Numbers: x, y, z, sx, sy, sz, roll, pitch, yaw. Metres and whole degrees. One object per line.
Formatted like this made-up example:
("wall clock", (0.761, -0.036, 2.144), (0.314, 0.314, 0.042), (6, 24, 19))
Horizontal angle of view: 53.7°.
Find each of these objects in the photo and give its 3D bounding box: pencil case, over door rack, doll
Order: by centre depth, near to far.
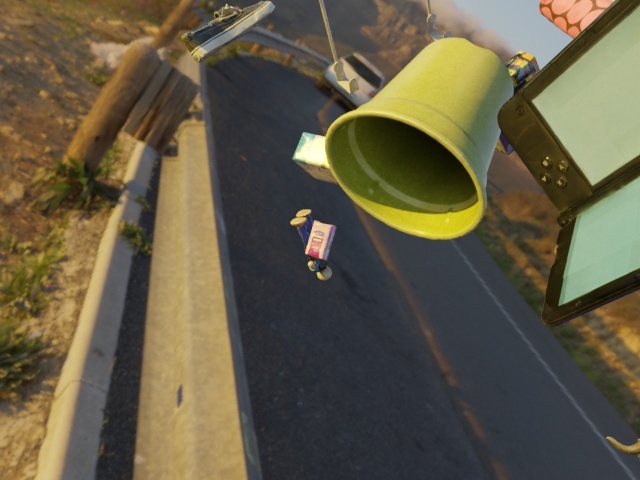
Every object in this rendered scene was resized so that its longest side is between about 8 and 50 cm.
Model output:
("over door rack", (0.086, -0.470, 1.158), (0.108, 0.239, 0.324), (49, -15, 54))
("pencil case", (0.520, -0.451, 1.244), (0.095, 0.098, 0.209), (-8, 40, -17))
("doll", (-0.011, 0.017, 1.557), (0.189, 0.046, 0.129), (68, 30, -25))

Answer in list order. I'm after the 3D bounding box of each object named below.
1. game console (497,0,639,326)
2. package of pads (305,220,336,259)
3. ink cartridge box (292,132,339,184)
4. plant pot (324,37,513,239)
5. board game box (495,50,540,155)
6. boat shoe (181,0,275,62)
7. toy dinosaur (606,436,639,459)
("game console", (0.294, -0.093, 0.635), (0.173, 0.293, 0.250), (-25, 78, -34))
("package of pads", (0.000, 0.000, 1.437), (0.050, 0.083, 0.032), (15, -3, 30))
("ink cartridge box", (0.053, -0.205, 1.685), (0.203, 0.086, 0.148), (19, -8, 32))
("plant pot", (0.187, -0.186, 1.043), (0.276, 0.254, 0.276), (26, -28, 15))
("board game box", (0.403, -0.283, 1.316), (0.170, 0.141, 0.048), (46, 1, -42))
("boat shoe", (-0.195, -0.466, 1.351), (0.070, 0.219, 0.078), (56, -20, -12))
("toy dinosaur", (0.604, 0.294, 1.008), (0.314, 0.160, 0.121), (14, 40, -6))
